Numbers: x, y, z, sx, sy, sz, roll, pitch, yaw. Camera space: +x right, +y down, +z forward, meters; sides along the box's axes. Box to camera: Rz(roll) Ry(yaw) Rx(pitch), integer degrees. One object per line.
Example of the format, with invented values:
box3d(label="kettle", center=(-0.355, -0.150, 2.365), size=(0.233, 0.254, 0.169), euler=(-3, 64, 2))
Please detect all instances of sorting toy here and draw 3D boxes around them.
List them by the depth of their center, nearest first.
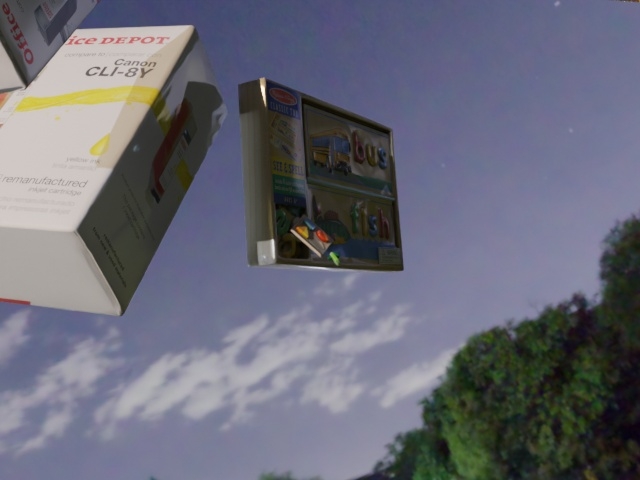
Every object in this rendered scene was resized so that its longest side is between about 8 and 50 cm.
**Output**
box3d(label="sorting toy", center=(0.000, 0.000, 1.126), size=(0.012, 0.083, 0.062), euler=(-48, 3, 29))

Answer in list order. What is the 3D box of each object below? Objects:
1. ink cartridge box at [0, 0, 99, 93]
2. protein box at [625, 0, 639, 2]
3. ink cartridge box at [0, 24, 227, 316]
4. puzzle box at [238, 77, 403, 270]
box3d(label="ink cartridge box", center=(-0.306, -0.263, 0.781), size=(0.092, 0.218, 0.158), euler=(-1, -47, 19))
box3d(label="protein box", center=(0.289, -0.231, 0.464), size=(0.201, 0.200, 0.136), euler=(-30, -57, -24))
box3d(label="ink cartridge box", center=(-0.326, -0.110, 1.062), size=(0.279, 0.384, 0.160), euler=(4, -42, 18))
box3d(label="puzzle box", center=(0.015, -0.086, 1.312), size=(0.052, 0.272, 0.409), euler=(-8, -7, 31))
